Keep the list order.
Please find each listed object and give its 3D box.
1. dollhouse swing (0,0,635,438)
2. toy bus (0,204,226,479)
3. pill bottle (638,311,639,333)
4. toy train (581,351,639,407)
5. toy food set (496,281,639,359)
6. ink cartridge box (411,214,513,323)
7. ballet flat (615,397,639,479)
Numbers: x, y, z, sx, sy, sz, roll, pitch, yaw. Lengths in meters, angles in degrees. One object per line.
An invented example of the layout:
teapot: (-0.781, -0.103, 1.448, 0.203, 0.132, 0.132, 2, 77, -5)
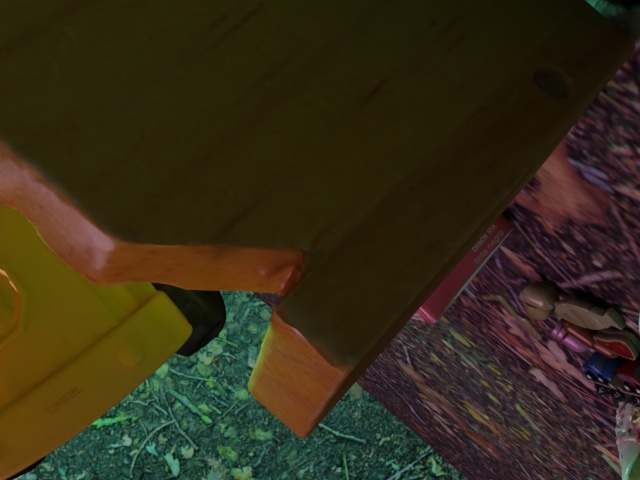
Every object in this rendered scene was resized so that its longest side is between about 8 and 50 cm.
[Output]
dollhouse swing: (-0.104, -0.062, 0.538, 0.347, 0.315, 0.305, 40, 138, 6)
toy bus: (-0.166, -0.006, 0.621, 0.211, 0.149, 0.220, 51, -173, -11)
pill bottle: (0.207, 0.046, 0.478, 0.137, 0.078, 0.078, 33, 168, 43)
toy train: (0.225, 0.099, 0.819, 0.036, 0.027, 0.158, 47, 170, -12)
toy food set: (0.183, 0.058, 0.834, 0.078, 0.019, 0.122, 46, 162, -28)
ink cartridge box: (0.007, -0.050, 0.821, 0.218, 0.092, 0.158, 42, 171, -10)
ballet flat: (0.253, 0.157, 0.823, 0.091, 0.077, 0.241, 42, 172, -3)
